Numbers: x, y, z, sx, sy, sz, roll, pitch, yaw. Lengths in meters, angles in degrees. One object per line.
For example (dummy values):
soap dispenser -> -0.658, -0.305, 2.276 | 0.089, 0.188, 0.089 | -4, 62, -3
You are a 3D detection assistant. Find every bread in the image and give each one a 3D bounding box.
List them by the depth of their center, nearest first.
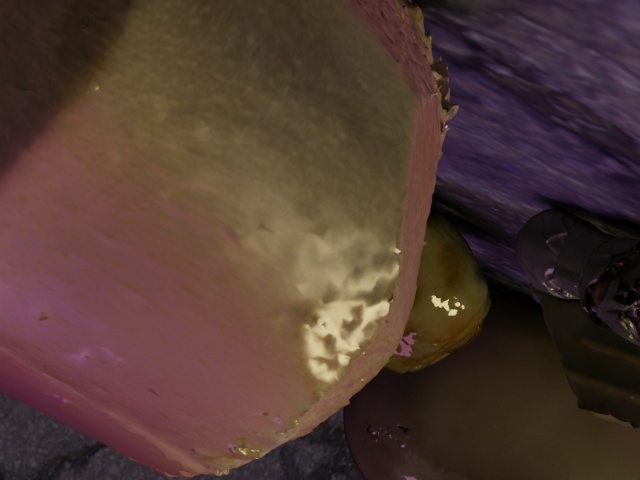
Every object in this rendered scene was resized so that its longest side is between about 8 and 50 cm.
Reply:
bread -> 0.000, 0.000, 1.056 | 0.268, 0.130, 0.152 | 30, 165, -23

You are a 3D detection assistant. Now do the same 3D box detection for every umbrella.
umbrella -> 0.164, 0.023, 0.837 | 0.143, 0.062, 0.067 | 31, 147, 47

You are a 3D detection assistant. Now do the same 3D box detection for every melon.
melon -> 0.165, 0.169, 1.293 | 0.317, 0.223, 0.223 | 26, 174, 2

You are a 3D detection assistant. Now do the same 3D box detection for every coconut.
coconut -> -0.084, -0.052, 0.560 | 0.245, 0.233, 0.233 | 39, 169, -33

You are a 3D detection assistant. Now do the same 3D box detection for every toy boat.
toy boat -> 0.258, 0.107, 1.023 | 0.276, 0.084, 0.111 | 24, 175, 27
